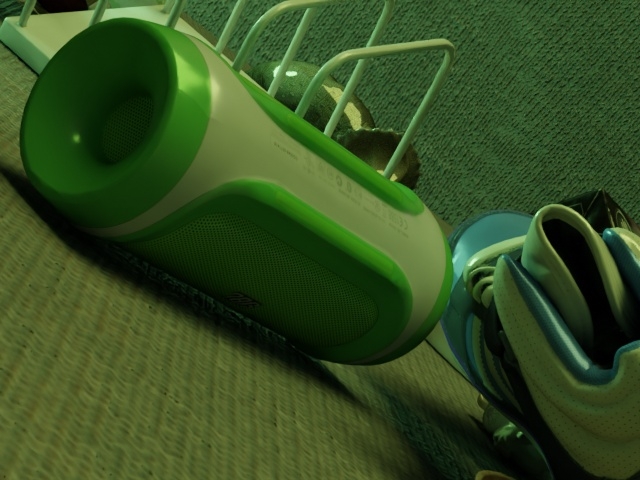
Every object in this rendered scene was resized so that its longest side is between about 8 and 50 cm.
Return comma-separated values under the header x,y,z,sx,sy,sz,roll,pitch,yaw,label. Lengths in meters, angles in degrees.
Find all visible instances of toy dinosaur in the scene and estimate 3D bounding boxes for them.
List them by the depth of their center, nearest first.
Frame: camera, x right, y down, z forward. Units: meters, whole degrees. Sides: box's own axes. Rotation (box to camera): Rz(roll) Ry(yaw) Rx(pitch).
x,y,z,sx,sy,sz,roll,pitch,yaw,label
0.004,-0.106,1.847,0.313,0.121,0.160,53,-24,28,toy dinosaur

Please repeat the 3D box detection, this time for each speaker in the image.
x,y,z,sx,sy,sz,roll,pitch,yaw,label
-0.039,-0.020,1.127,0.131,0.131,0.296,44,7,39,speaker

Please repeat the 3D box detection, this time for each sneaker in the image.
x,y,z,sx,sy,sz,roll,pitch,yaw,label
0.150,0.031,1.167,0.236,0.130,0.323,76,-7,-45,sneaker

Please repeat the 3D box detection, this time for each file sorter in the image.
x,y,z,sx,sy,sz,roll,pitch,yaw,label
-0.065,-0.152,1.468,0.278,0.173,0.193,42,31,23,file sorter

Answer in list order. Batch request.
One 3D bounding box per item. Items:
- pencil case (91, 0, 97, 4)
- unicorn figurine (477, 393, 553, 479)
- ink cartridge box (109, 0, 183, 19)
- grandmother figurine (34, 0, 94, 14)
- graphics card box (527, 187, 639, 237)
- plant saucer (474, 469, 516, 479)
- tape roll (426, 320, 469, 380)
x,y,z,sx,sy,sz,roll,pitch,yaw,label
-0.297,-0.332,1.962,0.124,0.124,0.284,42,7,23,pencil case
0.164,0.152,1.469,0.111,0.060,0.162,27,-4,-24,unicorn figurine
-0.140,-0.180,1.741,0.235,0.056,0.171,64,-1,-31,ink cartridge box
-0.268,-0.254,1.651,0.208,0.104,0.342,30,4,-5,grandmother figurine
0.256,0.125,1.474,0.371,0.094,0.233,33,42,-59,graphics card box
0.184,0.233,0.958,0.310,0.050,0.310,39,5,-4,plant saucer
0.219,0.118,1.825,0.286,0.100,0.286,39,5,-4,tape roll
